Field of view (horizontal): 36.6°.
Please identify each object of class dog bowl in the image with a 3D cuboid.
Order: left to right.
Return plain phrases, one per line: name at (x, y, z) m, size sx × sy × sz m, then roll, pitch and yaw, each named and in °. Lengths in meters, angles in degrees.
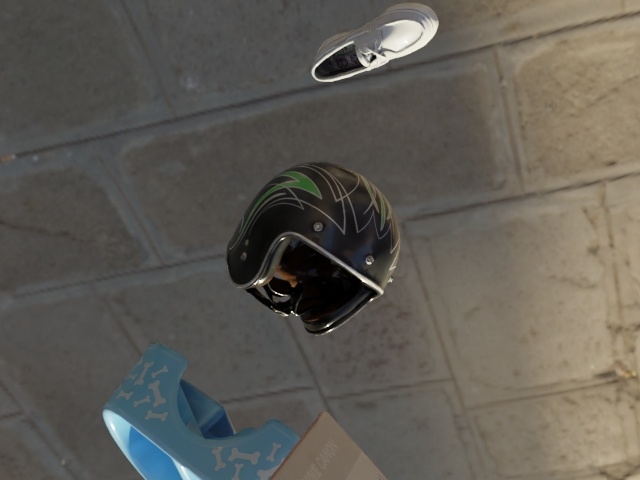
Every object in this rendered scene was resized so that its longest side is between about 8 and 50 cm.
dog bowl at (-0.083, 0.203, 0.841) m, size 0.297 × 0.074 × 0.166 m, roll 26°, pitch 145°, yaw 39°

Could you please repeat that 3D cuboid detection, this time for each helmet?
helmet at (0.000, 0.000, 0.984) m, size 0.161 × 0.169 × 0.169 m, roll -40°, pitch 121°, yaw 22°

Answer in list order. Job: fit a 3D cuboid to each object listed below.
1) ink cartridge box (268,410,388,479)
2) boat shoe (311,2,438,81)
ink cartridge box at (0.036, 0.215, 0.333) m, size 0.261 × 0.296 × 0.066 m, roll 46°, pitch 105°, yaw 5°
boat shoe at (0.063, -0.246, 1.227) m, size 0.184 × 0.063 × 0.066 m, roll -7°, pitch 130°, yaw 36°
